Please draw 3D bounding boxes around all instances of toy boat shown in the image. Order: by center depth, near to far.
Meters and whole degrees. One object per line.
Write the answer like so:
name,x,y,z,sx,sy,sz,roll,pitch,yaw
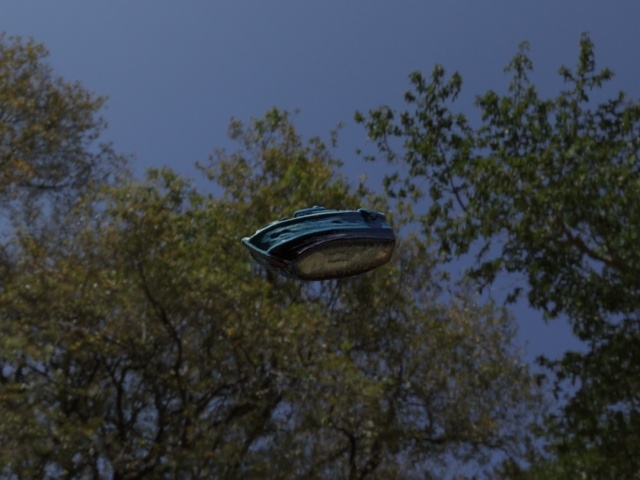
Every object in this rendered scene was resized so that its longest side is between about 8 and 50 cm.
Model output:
toy boat,0.000,0.000,0.644,0.061,0.137,0.060,41,-51,38
